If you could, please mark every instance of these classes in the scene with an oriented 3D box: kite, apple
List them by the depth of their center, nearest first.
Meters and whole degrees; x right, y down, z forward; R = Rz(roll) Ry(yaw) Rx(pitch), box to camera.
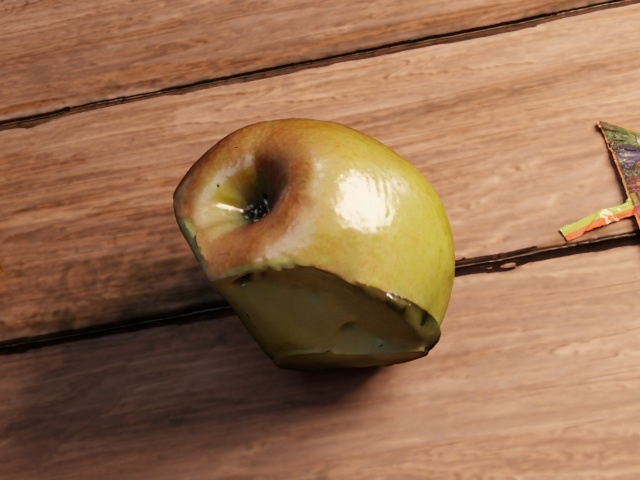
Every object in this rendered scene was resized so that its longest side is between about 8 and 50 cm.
[{"bbox_3d":[0.000,0.000,0.749,0.174,0.188,0.207,-44,55,-13],"label":"apple"},{"bbox_3d":[0.265,-0.029,0.817,0.159,0.010,0.190,-11,53,7],"label":"kite"}]
